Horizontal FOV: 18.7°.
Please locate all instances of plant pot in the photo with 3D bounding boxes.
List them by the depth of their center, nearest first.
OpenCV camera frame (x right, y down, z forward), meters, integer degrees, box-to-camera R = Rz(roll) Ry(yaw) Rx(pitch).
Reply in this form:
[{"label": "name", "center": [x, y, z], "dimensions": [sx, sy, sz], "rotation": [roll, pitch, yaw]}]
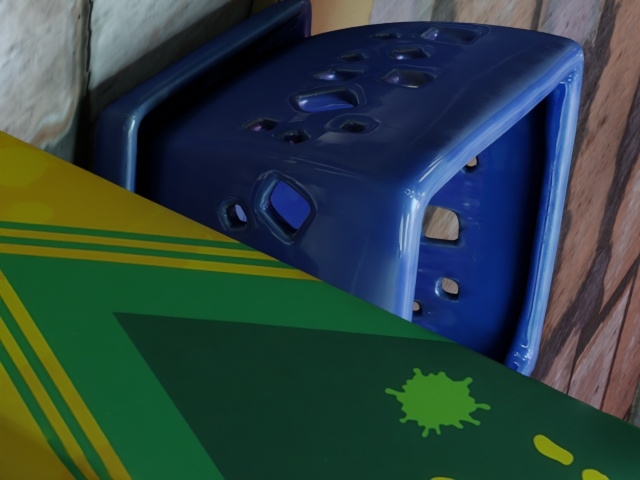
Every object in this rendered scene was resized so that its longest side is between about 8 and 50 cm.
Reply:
[{"label": "plant pot", "center": [0.000, 0.000, 1.096], "dimensions": [0.236, 0.212, 0.236], "rotation": [-40, 142, -51]}]

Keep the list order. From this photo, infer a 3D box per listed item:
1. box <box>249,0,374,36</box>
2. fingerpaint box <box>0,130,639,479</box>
[{"label": "box", "center": [0.009, -0.196, 1.220], "dimensions": [0.164, 0.021, 0.201], "rotation": [-37, 146, -57]}, {"label": "fingerpaint box", "center": [-0.069, 0.220, 0.928], "dimensions": [0.163, 0.371, 0.445], "rotation": [-45, 153, -44]}]
